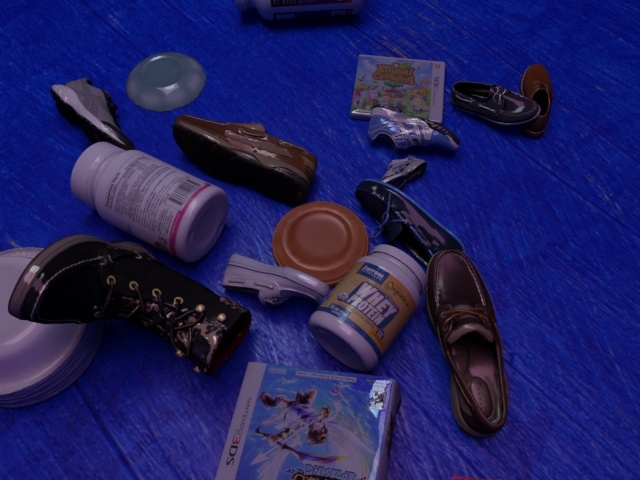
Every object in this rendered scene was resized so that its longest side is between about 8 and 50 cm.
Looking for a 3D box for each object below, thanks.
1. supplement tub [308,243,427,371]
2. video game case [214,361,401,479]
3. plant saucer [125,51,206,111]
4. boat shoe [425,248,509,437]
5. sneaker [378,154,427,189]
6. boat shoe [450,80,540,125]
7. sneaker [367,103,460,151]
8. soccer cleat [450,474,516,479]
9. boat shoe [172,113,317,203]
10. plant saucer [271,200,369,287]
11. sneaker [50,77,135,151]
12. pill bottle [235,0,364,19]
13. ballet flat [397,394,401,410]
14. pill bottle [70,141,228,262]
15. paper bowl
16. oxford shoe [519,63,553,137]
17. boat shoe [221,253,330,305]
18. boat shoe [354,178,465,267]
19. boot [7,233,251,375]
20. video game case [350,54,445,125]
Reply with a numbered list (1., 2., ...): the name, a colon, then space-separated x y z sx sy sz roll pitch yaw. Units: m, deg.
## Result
1. supplement tub: 0.089 0.119 1.099 0.144 0.144 0.200 33 66 18
2. video game case: -0.023 0.333 0.985 0.269 0.061 0.244 1 59 21
3. plant saucer: -0.376 -0.396 1.464 0.194 0.037 0.195 -1 59 1
4. boat shoe: 0.262 0.163 1.063 0.123 0.123 0.342 -4 68 0
5. sneaker: 0.163 -0.143 1.310 0.135 0.052 0.058 -30 54 -23
6. boat shoe: 0.385 -0.312 1.358 0.206 0.065 0.075 21 77 31
7. sneaker: 0.203 -0.231 1.350 0.211 0.080 0.081 20 87 10
8. soccer cleat: 0.261 0.411 0.970 0.247 0.083 0.095 -11 56 -3
9. boat shoe: -0.156 -0.190 1.306 0.323 0.123 0.120 25 58 5
10. plant saucer: 0.000 0.000 1.231 0.199 0.037 0.200 0 61 0
11. sneaker: -0.496 -0.283 1.367 0.108 0.100 0.271 -37 66 -24
12. pill bottle: -0.054 -0.653 1.523 0.322 0.182 0.182 -4 60 -2
13. ballet flat: 0.082 0.322 1.030 0.070 0.070 0.188 21 63 12
14. pill bottle: -0.341 -0.083 1.213 0.283 0.160 0.160 25 64 15
15. paper bowl: -0.551 0.143 1.095 0.284 0.148 0.284 0 59 0
16. oxford shoe: 0.504 -0.339 1.398 0.076 0.076 0.212 7 59 6
17. boat shoe: -0.088 0.089 1.152 0.226 0.083 0.076 13 74 34
18. boat shoe: 0.164 -0.029 1.208 0.258 0.109 0.089 36 70 22
19. boot: -0.289 0.113 1.011 0.284 0.377 0.138 28 94 9
20. video game case: 0.186 -0.358 1.442 0.212 0.023 0.194 6 60 5
